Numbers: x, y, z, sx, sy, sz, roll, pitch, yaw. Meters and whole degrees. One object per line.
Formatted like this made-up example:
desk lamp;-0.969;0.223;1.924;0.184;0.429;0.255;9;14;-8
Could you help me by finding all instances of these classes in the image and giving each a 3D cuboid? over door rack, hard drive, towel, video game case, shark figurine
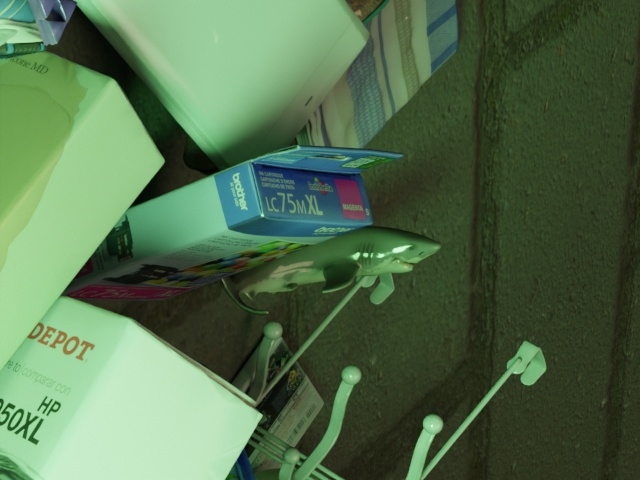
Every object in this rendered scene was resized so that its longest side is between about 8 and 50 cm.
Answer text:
over door rack;0.061;0.151;2.121;0.324;0.239;0.108;-41;147;-34
hard drive;-0.097;-0.221;1.751;0.203;0.040;0.307;-54;128;-19
towel;0.064;-0.204;2.121;0.285;0.034;0.209;-46;145;-31
video game case;-0.078;0.219;2.209;0.190;0.022;0.173;-54;148;-17
shark figurine;-0.029;0.004;2.093;0.278;0.166;0.116;-12;96;-34

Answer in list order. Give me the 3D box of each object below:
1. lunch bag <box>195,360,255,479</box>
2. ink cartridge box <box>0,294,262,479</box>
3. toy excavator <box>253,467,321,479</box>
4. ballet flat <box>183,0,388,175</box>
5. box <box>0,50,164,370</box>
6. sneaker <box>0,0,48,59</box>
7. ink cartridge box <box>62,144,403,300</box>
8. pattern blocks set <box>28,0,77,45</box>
lunch bag;-0.169;0.256;1.824;0.138;0.293;0.221;37;107;-24
ink cartridge box;-0.270;0.243;1.640;0.166;0.285;0.395;39;76;-33
toy excavator;-0.072;0.408;1.965;0.433;0.445;0.222;-26;120;-30
ballet flat;-0.050;-0.198;1.906;0.316;0.108;0.106;-52;128;-32
box;-0.287;-0.007;1.608;0.311;0.148;0.121;-55;147;-20
sneaker;-0.310;-0.183;1.535;0.211;0.080;0.081;-10;94;-53
ink cartridge box;-0.089;-0.012;1.781;0.186;0.311;0.065;3;68;-57
pattern blocks set;-0.304;-0.242;1.456;0.325;0.026;0.285;22;75;-48
